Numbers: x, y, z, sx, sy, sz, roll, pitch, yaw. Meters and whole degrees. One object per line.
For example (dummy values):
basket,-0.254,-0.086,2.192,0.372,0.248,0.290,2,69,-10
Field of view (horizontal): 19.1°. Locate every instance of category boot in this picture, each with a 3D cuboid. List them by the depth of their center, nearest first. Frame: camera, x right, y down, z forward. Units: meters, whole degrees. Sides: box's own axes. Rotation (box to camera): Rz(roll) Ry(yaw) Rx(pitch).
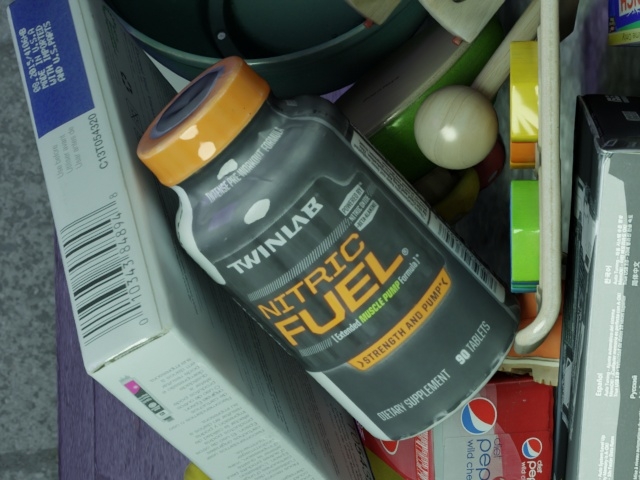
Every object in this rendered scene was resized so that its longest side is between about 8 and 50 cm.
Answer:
boot,0.145,0.049,1.229,0.158,0.059,0.084,-177,90,-64

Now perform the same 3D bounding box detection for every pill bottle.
pill bottle,0.000,0.000,1.175,0.130,0.245,0.130,-40,18,16

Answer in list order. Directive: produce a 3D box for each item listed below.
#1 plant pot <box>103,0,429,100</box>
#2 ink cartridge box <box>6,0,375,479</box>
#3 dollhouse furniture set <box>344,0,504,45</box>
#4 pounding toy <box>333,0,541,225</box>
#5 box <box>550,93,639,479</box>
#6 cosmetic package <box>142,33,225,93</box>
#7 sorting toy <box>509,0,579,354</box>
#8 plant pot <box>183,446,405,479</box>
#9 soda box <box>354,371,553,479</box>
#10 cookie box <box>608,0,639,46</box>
plant pot,-0.027,-0.225,1.456,0.196,0.293,0.293,63,-163,-67
ink cartridge box,-0.083,0.027,1.303,0.330,0.071,0.324,52,-166,-49
dollhouse furniture set,0.043,-0.236,1.221,0.129,0.184,0.129,-52,29,-9
pounding toy,0.090,-0.070,1.288,0.110,0.183,0.237,49,151,-13
box,0.164,0.089,0.989,0.242,0.077,0.307,-63,-24,-78
cosmetic package,-0.110,-0.204,1.772,0.385,0.217,0.156,130,136,-62
sorting toy,0.122,-0.041,1.087,0.193,0.038,0.208,42,-128,-82
plant pot,0.028,0.278,1.388,0.187,0.212,0.212,36,126,53
soda box,0.078,0.111,1.374,0.263,0.092,0.083,-148,57,-71
cookie box,0.197,-0.164,1.066,0.092,0.040,0.107,-175,85,-73
